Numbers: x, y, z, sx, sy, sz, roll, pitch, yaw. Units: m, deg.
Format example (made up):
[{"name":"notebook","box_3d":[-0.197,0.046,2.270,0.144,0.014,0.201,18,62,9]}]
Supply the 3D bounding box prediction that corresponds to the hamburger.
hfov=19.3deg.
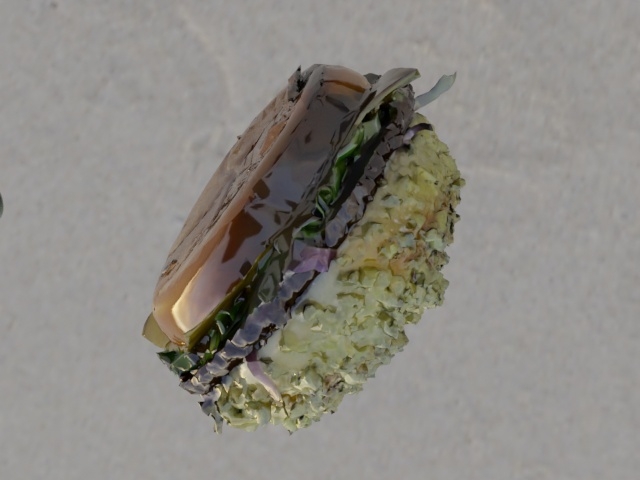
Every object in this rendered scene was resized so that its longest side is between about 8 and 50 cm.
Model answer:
[{"name":"hamburger","box_3d":[0.000,0.000,1.133,0.139,0.261,0.243,34,174,-10]}]

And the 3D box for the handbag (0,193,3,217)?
[{"name":"handbag","box_3d":[-0.285,-0.109,0.844,0.241,0.109,0.315,-26,85,20]}]
